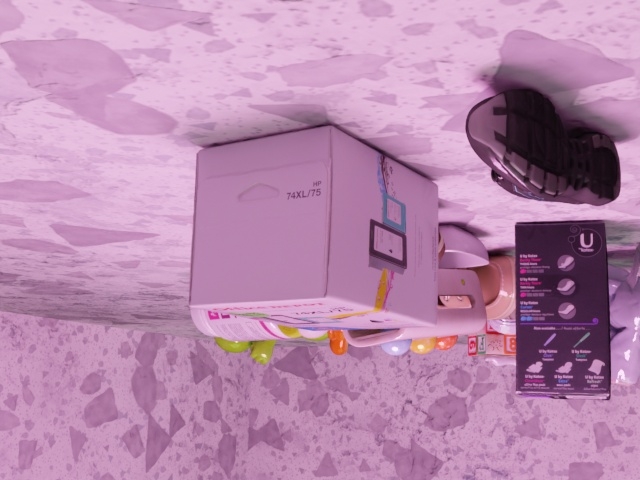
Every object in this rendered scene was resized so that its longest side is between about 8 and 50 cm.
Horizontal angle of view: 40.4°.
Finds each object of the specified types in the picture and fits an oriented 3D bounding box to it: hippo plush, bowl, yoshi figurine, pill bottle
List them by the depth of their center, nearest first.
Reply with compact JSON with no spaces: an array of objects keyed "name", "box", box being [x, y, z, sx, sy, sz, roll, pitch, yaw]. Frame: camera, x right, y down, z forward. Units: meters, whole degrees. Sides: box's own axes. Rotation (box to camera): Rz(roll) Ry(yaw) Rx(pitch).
[{"name":"bowl","box":[0.199,0.010,1.456,0.142,0.053,0.142,-5,167,35]},{"name":"hippo plush","box":[0.597,0.104,1.620,0.237,0.234,0.294,-11,135,-35]},{"name":"pill bottle","box":[-0.148,0.136,1.872,0.160,0.160,0.283,12,165,-40]},{"name":"yoshi figurine","box":[-0.112,0.203,2.132,0.363,0.202,0.203,6,175,-3]}]

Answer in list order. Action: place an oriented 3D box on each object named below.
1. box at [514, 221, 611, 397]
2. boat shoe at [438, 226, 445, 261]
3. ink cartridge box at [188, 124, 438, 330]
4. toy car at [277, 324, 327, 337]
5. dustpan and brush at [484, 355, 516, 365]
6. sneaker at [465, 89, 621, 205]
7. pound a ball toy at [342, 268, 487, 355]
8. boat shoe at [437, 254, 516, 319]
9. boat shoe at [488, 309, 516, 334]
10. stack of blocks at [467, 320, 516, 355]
[{"name":"box","box":[0.391,0.117,1.400,0.144,0.270,0.165,-2,168,18]},{"name":"boat shoe","box":[0.058,-0.019,1.310,0.258,0.095,0.095,-1,134,26]},{"name":"ink cartridge box","box":[0.000,0.000,1.077,0.198,0.197,0.270,-6,166,33]},{"name":"toy car","box":[-0.019,0.089,1.589,0.159,0.181,0.136,16,-173,41]},{"name":"dustpan and brush","box":[0.448,0.266,1.834,0.211,0.060,0.147,-3,159,-16]},{"name":"sneaker","box":[0.214,-0.079,0.898,0.106,0.101,0.267,-5,166,41]},{"name":"pound a ball toy","box":[0.147,0.136,1.520,0.208,0.135,0.319,-17,166,35]},{"name":"boat shoe","box":[0.277,0.095,1.688,0.110,0.121,0.341,5,170,-16]},{"name":"boat shoe","box":[0.474,0.111,1.730,0.303,0.109,0.094,-13,133,-22]},{"name":"stack of blocks","box":[0.473,0.169,1.893,0.297,0.171,0.087,5,168,-16]}]
